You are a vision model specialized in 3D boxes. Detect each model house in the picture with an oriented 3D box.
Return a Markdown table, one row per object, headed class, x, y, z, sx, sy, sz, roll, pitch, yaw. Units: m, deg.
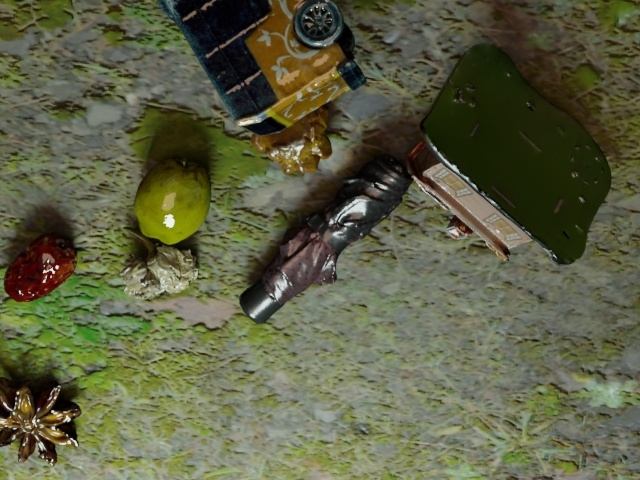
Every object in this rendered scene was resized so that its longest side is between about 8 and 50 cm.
| class | x | y | z | sx | sy | sz | roll | pitch | yaw |
| --- | --- | --- | --- | --- | --- | --- | --- | --- | --- |
| model house | 0.239 | -0.103 | 1.347 | 0.294 | 0.207 | 0.154 | 40 | 150 | -16 |

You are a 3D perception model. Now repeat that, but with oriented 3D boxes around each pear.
| class | x | y | z | sx | sy | sz | roll | pitch | yaw |
| --- | --- | --- | --- | --- | --- | --- | --- | --- | --- |
| pear | -0.213 | -0.059 | 1.396 | 0.107 | 0.107 | 0.131 | 19 | 101 | -1 |

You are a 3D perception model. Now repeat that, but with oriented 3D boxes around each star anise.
| class | x | y | z | sx | sy | sz | roll | pitch | yaw |
| --- | --- | --- | --- | --- | --- | --- | --- | --- | --- |
| star anise | -0.486 | 0.269 | 1.517 | 0.234 | 0.073 | 0.177 | 23 | 115 | -20 |

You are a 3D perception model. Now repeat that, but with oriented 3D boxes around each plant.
| class | x | y | z | sx | sy | sz | roll | pitch | yaw |
| --- | --- | --- | --- | --- | --- | --- | --- | --- | --- |
| plant | -0.247 | 0.029 | 1.446 | 0.117 | 0.104 | 0.122 | -17 | 78 | -19 |

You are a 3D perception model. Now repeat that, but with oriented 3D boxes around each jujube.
| class | x | y | z | sx | sy | sz | roll | pitch | yaw |
| --- | --- | --- | --- | --- | --- | --- | --- | --- | --- |
| jujube | -0.422 | 0.045 | 1.455 | 0.129 | 0.077 | 0.077 | -41 | 99 | 19 |

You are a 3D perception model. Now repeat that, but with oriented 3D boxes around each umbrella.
| class | x | y | z | sx | sy | sz | roll | pitch | yaw |
| --- | --- | --- | --- | --- | --- | --- | --- | --- | --- |
| umbrella | 0.000 | 0.000 | 1.401 | 0.326 | 0.090 | 0.094 | -43 | 121 | 14 |

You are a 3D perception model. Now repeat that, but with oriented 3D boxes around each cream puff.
| class | x | y | z | sx | sy | sz | roll | pitch | yaw |
| --- | --- | --- | --- | --- | --- | --- | --- | --- | --- |
| cream puff | -0.035 | -0.151 | 1.363 | 0.116 | 0.094 | 0.122 | -41 | 67 | 11 |

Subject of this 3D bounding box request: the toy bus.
| class | x | y | z | sx | sy | sz | roll | pitch | yaw |
| --- | --- | --- | --- | --- | --- | --- | --- | --- | --- |
| toy bus | -0.095 | -0.309 | 1.249 | 0.194 | 0.162 | 0.323 | -32 | 87 | 8 |
